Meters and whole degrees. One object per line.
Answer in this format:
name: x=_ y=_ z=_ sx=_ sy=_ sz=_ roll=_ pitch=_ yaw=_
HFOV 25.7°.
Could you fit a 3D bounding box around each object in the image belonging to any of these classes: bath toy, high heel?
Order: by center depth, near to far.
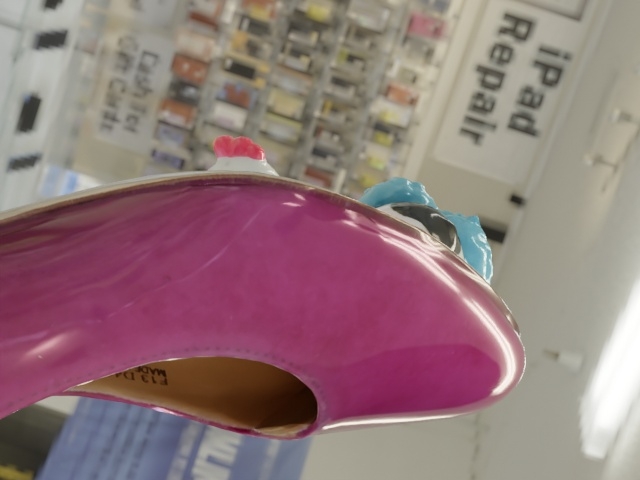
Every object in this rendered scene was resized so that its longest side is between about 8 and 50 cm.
high heel: x=-0.092 y=0.066 z=0.405 sx=0.127 sy=0.377 sz=0.181 roll=-29 pitch=-125 yaw=55
bath toy: x=0.000 y=0.000 z=0.998 sx=0.348 sy=0.151 sz=0.129 roll=3 pitch=71 yaw=-64
